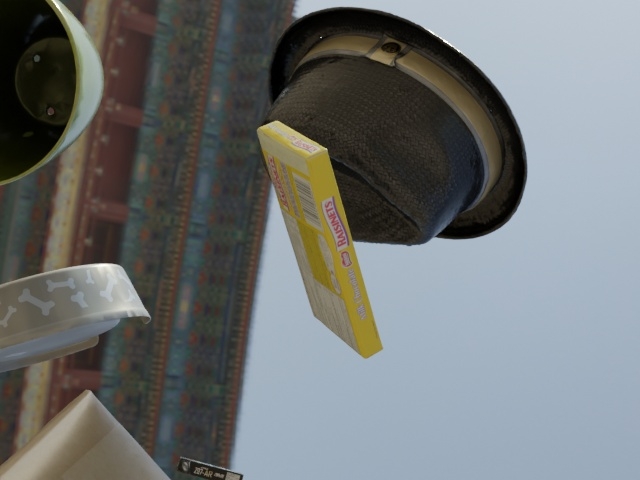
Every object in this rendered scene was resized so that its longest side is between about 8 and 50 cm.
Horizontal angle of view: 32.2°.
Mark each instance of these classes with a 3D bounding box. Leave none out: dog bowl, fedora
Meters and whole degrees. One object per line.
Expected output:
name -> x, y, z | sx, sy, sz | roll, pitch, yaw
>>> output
dog bowl -> -0.459, 0.131, 1.810 | 0.349, 0.349, 0.102 | -26, -102, 45
fedora -> 0.053, -0.092, 1.227 | 0.334, 0.334, 0.152 | -12, -151, 49

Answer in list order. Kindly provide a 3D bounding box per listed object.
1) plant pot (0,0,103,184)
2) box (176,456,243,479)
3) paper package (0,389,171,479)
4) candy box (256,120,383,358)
plant pot -> -0.405, -0.221, 1.491 | 0.293, 0.275, 0.274 | -45, 155, -79
box -> -0.141, 0.295, 1.411 | 0.067, 0.083, 0.018 | 124, -18, -78
paper package -> -0.274, 0.309, 0.845 | 0.309, 0.325, 0.168 | -42, -87, 18
candy box -> 0.000, 0.000, 0.993 | 0.105, 0.027, 0.205 | 40, -30, 58
